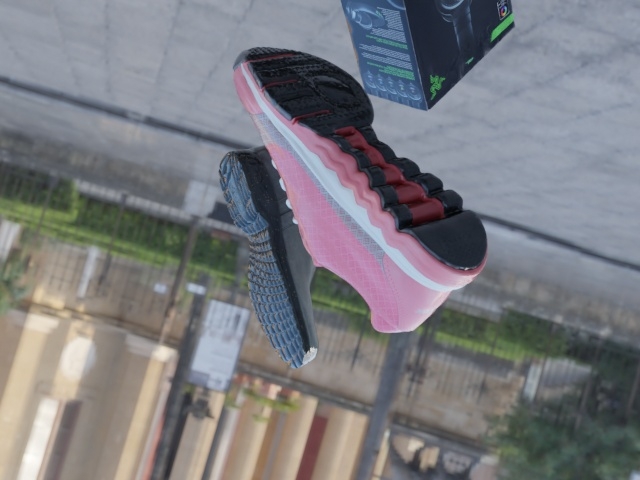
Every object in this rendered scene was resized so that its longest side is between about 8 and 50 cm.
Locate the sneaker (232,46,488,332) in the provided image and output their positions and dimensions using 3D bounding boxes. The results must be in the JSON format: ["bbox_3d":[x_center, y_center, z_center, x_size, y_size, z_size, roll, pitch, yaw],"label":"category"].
[{"bbox_3d":[0.004,-0.046,0.928,0.116,0.136,0.314,-12,-126,-44],"label":"sneaker"}]

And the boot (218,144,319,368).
[{"bbox_3d":[0.000,0.000,1.116,0.161,0.246,0.083,-15,180,-30],"label":"boot"}]

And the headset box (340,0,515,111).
[{"bbox_3d":[0.162,-0.371,1.578,0.131,0.246,0.283,23,145,37],"label":"headset box"}]
